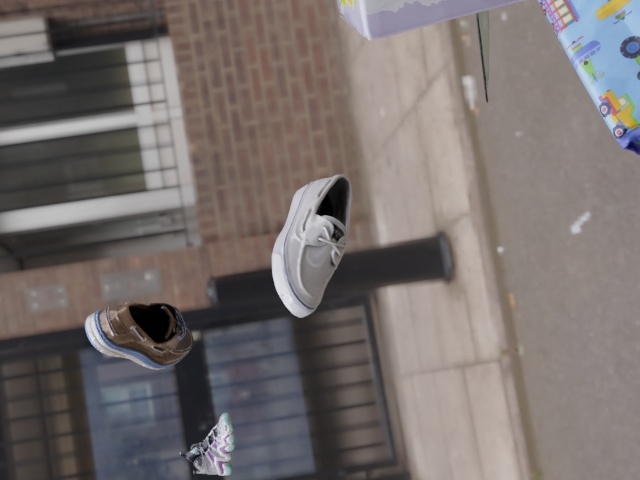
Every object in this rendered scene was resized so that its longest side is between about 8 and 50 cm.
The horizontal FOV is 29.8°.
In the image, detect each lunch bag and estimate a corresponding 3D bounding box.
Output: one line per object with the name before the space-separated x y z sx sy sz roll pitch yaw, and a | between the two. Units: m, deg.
lunch bag | 0.398 -0.189 1.361 0.293 0.138 0.221 19 -137 -54

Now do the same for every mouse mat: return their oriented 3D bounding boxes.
mouse mat | 0.191 -0.276 1.422 0.152 0.007 0.189 74 -162 -46

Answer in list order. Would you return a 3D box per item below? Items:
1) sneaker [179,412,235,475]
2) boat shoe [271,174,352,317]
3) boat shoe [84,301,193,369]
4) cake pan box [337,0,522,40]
sneaker | -0.146 0.265 1.538 0.038 0.069 0.098 -115 26 -58
boat shoe | 0.000 0.000 1.797 0.096 0.088 0.267 47 -146 -23
boat shoe | -0.195 0.109 1.412 0.183 0.066 0.066 15 -128 -63
cake pan box | 0.119 -0.257 0.640 0.070 0.267 0.245 -122 20 -58
